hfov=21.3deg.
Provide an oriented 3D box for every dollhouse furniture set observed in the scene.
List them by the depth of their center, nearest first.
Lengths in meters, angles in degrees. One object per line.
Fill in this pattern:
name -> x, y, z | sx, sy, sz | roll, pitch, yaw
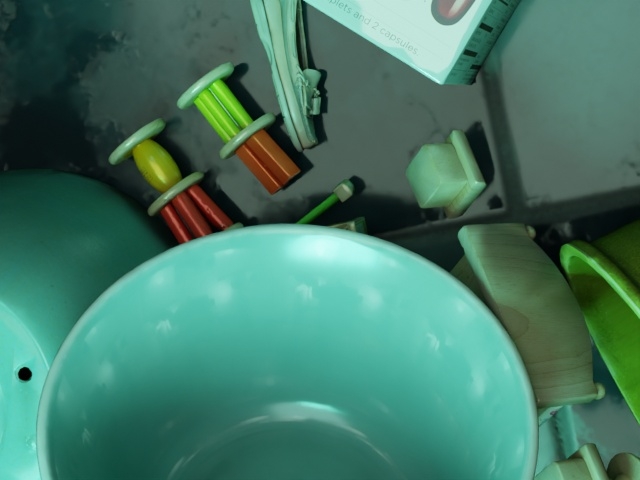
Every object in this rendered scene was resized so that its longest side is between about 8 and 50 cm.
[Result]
dollhouse furniture set -> 0.142, 0.148, 1.250 | 0.303, 0.174, 0.355 | -52, 49, 49

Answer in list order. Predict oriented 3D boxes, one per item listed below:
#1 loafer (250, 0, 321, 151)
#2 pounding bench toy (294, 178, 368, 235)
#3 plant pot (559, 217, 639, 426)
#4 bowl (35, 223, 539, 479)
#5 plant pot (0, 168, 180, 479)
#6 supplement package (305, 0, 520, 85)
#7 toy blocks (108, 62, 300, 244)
loafer -> -0.019, -0.130, 1.273 | 0.039, 0.045, 0.125 | -17, 90, 4
pounding bench toy -> 0.000, 0.000, 1.277 | 0.065, 0.052, 0.083 | -10, 94, 11
plant pot -> 0.401, 0.069, 1.089 | 0.353, 0.366, 0.366 | -31, 90, 0
bowl -> -0.020, 0.157, 1.110 | 0.312, 0.311, 0.163 | 10, 142, 8
plant pot -> -0.242, 0.100, 1.235 | 0.293, 0.235, 0.293 | 1, 96, 10
supplement package -> 0.021, -0.235, 1.172 | 0.262, 0.204, 0.145 | 32, 99, 6
toy blocks -> -0.069, -0.040, 1.283 | 0.123, 0.054, 0.148 | -38, 89, 11
